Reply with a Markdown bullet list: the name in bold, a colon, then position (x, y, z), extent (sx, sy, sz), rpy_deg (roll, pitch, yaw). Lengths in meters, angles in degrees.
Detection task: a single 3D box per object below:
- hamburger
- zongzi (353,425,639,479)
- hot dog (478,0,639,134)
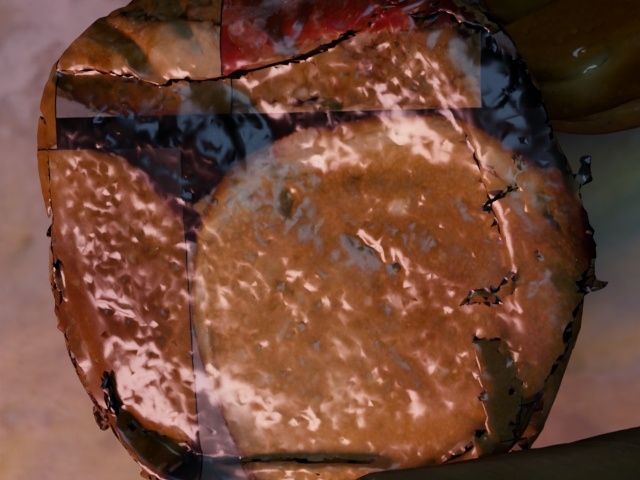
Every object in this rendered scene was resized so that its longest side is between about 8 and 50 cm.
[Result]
- **hamburger**: position (0.000, 0.000, 0.613), extent (0.231, 0.107, 0.231), rpy_deg (3, 99, 17)
- **zongzi**: position (0.192, 0.060, 0.563), extent (0.300, 0.145, 0.274), rpy_deg (34, 89, -14)
- **hot dog**: position (0.214, -0.141, 0.608), extent (0.337, 0.100, 0.135), rpy_deg (-20, 86, 18)
